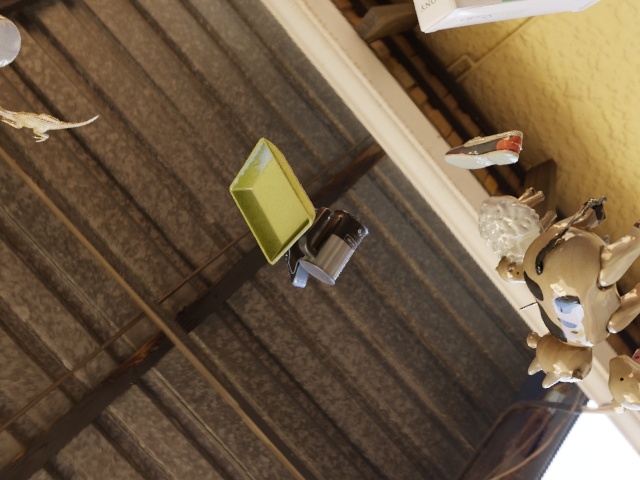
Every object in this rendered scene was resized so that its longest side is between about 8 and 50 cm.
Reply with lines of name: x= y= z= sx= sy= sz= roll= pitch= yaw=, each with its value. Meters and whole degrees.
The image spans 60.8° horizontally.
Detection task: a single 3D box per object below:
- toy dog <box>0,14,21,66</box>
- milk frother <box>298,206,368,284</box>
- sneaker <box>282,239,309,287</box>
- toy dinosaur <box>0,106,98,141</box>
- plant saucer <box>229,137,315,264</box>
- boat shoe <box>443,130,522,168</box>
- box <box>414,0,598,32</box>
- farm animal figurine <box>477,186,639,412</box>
toy dog: x=-0.584 y=-0.366 z=0.752 sx=0.161 sy=0.220 sz=0.333 roll=-57 pitch=-34 yaw=-26
milk frother: x=0.000 y=0.000 z=1.137 sx=0.129 sy=0.143 sz=0.134 roll=41 pitch=-107 yaw=-19
sneaker: x=-0.070 y=0.001 z=1.225 sx=0.091 sy=0.081 sz=0.232 roll=8 pitch=-129 yaw=-12
toy dinosaur: x=-0.490 y=-0.206 z=0.958 sx=0.183 sy=0.093 sz=0.053 roll=8 pitch=-94 yaw=-20
plant saucer: x=-0.086 y=-0.075 z=1.051 sx=0.045 sy=0.188 sz=0.188 roll=-21 pitch=-104 yaw=-37
boat shoe: x=0.252 y=-0.142 z=0.853 sx=0.049 sy=0.137 sz=0.043 roll=23 pitch=-102 yaw=-34
box: x=0.168 y=-0.387 z=0.548 sx=0.233 sy=0.058 sz=0.321 roll=-18 pitch=-84 yaw=-24
farm animal figurine: x=0.333 y=0.107 z=0.648 sx=0.172 sy=0.330 sz=0.326 roll=-38 pitch=-70 yaw=-8
